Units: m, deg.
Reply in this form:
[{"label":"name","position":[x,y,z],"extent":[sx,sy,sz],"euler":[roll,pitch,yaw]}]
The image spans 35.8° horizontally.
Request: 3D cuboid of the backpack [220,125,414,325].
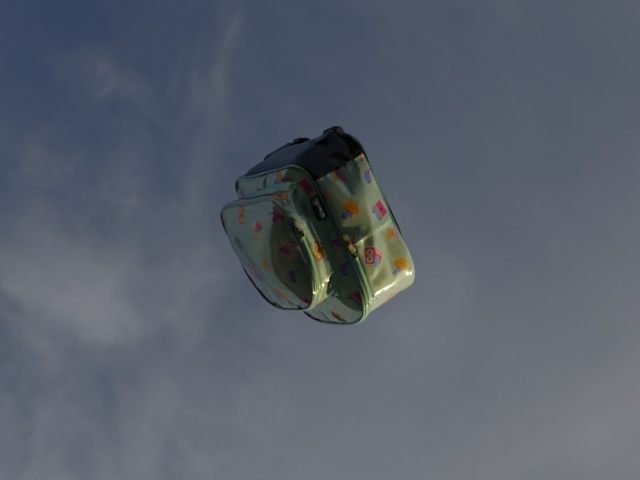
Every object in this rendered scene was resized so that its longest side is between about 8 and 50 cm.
[{"label":"backpack","position":[0.000,0.000,1.017],"extent":[0.166,0.144,0.188],"euler":[-8,-61,57]}]
